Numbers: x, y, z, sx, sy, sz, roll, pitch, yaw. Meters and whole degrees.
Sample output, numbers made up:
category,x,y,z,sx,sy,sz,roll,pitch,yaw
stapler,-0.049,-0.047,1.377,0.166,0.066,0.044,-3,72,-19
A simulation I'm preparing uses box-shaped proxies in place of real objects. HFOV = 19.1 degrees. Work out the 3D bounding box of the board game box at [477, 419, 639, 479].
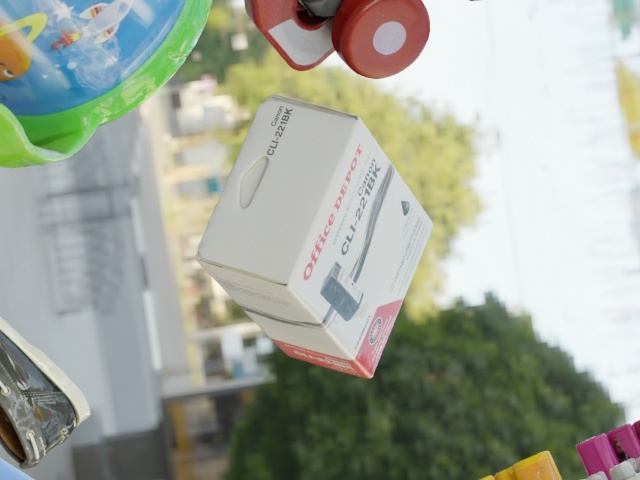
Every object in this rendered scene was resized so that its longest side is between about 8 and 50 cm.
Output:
category,x,y,z,sx,sy,sz,roll,pitch,yaw
board game box,0.325,0.112,1.378,0.050,0.390,0.390,67,20,9

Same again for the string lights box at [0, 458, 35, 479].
category,x,y,z,sx,sy,sz,roll,pitch,yaw
string lights box,-0.352,0.312,2.025,0.259,0.133,0.077,42,16,-41

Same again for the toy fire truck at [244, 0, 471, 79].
category,x,y,z,sx,sy,sz,roll,pitch,yaw
toy fire truck,0.041,-0.323,1.880,0.254,0.302,0.169,49,3,-39

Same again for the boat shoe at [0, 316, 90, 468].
category,x,y,z,sx,sy,sz,roll,pitch,yaw
boat shoe,-0.298,0.088,1.567,0.233,0.079,0.084,44,-24,0

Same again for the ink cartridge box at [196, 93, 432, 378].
category,x,y,z,sx,sy,sz,roll,pitch,yaw
ink cartridge box,0.000,0.000,1.996,0.197,0.114,0.273,-67,152,-15

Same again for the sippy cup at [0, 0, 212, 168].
category,x,y,z,sx,sy,sz,roll,pitch,yaw
sippy cup,-0.225,-0.226,1.385,0.305,0.240,0.224,54,4,31
